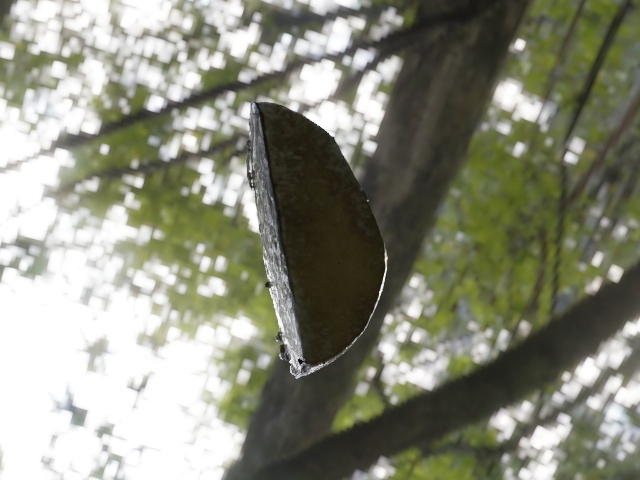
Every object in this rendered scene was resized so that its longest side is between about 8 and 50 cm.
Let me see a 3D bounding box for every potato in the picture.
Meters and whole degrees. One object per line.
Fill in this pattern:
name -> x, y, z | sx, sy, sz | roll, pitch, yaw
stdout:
potato -> 0.000, 0.001, 0.581 | 0.036, 0.037, 0.093 | -7, -111, -10
